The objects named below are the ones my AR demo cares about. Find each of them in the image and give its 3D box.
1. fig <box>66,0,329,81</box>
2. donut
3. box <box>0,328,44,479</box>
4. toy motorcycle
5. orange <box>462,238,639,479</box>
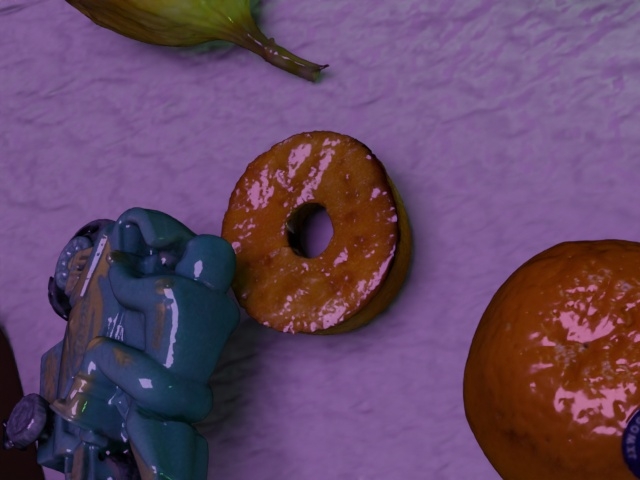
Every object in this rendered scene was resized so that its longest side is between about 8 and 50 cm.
[{"bbox_3d":[-0.098,-0.202,1.166,0.257,0.159,0.159,38,94,11],"label":"fig"},{"bbox_3d":[0.000,0.000,1.086,0.151,0.058,0.152,-8,70,24],"label":"donut"},{"bbox_3d":[-0.353,0.221,1.094,0.229,0.239,0.339,-29,64,18],"label":"box"},{"bbox_3d":[-0.125,0.084,1.075,0.198,0.109,0.297,-34,44,34],"label":"toy motorcycle"},{"bbox_3d":[0.174,0.087,0.918,0.177,0.155,0.178,-4,75,17],"label":"orange"}]
